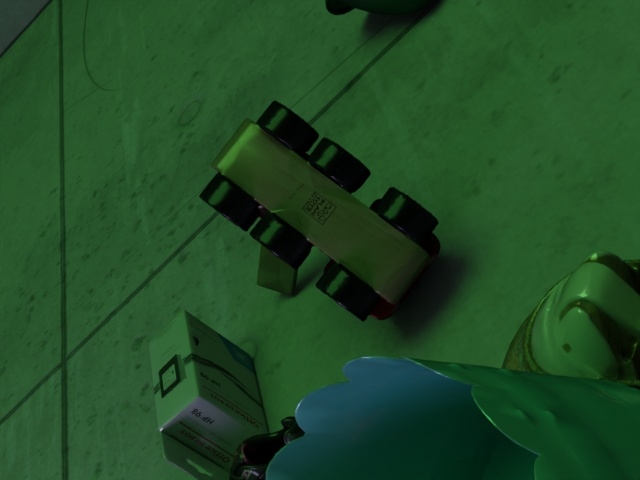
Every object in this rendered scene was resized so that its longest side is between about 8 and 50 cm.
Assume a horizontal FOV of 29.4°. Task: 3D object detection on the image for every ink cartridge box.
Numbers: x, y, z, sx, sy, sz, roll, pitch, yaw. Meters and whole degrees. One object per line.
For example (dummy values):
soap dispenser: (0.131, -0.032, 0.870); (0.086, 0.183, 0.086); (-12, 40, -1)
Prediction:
ink cartridge box: (-0.112, 0.165, 1.241); (0.060, 0.104, 0.180); (-42, 32, 15)

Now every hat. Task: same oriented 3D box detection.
hat: (0.126, -0.291, 1.472); (0.173, 0.183, 0.208); (-46, -11, -1)

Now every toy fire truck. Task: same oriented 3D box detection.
toy fire truck: (0.000, 0.000, 1.222); (0.158, 0.217, 0.246); (-53, -12, -1)

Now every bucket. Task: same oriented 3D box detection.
bucket: (0.109, 0.204, 0.736); (0.281, 0.183, 0.281); (-11, 76, 53)

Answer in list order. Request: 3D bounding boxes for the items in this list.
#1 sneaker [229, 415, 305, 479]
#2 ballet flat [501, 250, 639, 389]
sneaker: (-0.059, 0.219, 1.138); (0.178, 0.077, 0.072); (-43, 30, 17)
ballet flat: (0.230, 0.051, 0.797); (0.348, 0.123, 0.123); (-8, 52, 51)
